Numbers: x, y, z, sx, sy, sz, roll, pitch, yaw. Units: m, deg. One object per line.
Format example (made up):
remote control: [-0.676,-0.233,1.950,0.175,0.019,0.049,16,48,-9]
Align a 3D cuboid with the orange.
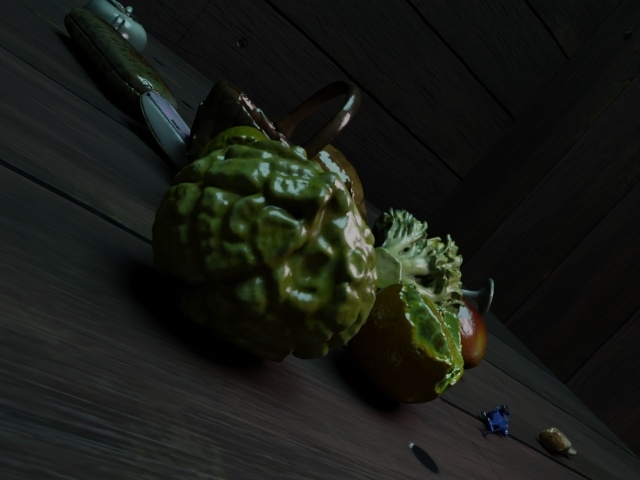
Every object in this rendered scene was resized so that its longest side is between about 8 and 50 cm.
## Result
orange: [0.131,0.161,1.008,0.179,0.158,0.237,55,13,11]

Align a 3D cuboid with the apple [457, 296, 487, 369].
apple: [0.302,0.214,1.540,0.195,0.160,0.173,24,40,-42]

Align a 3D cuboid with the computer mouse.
computer mouse: [-0.279,-0.192,1.318,0.245,0.056,0.126,53,9,9]

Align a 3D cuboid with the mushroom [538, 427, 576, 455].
mushroom: [0.586,0.498,1.617,0.059,0.054,0.202,54,10,35]

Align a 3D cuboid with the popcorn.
popcorn: [-0.063,0.014,0.759,0.270,0.224,0.258,35,-10,21]

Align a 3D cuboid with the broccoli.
broccoli: [0.171,0.068,1.333,0.288,0.248,0.245,45,3,22]

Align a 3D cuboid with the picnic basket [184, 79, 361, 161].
picnic basket: [-0.053,-0.192,1.255,0.337,0.337,0.293,37,12,-20]

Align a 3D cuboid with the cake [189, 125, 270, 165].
cake: [-0.094,-0.053,1.063,0.260,0.179,0.156,41,9,-17]

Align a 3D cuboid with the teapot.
teapot: [-0.572,-0.591,1.840,0.193,0.129,0.294,36,10,-23]

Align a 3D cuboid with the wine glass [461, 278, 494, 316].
wine glass: [0.247,0.180,1.680,0.310,0.264,0.096,13,27,0]

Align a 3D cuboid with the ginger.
ginger: [-0.011,-0.105,1.494,0.223,0.200,0.269,31,30,-27]

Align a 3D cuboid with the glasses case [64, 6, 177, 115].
glasses case: [-0.460,-0.405,1.504,0.425,0.098,0.156,47,7,37]

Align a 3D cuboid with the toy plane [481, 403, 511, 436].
toy plane: [0.350,0.362,1.309,0.167,0.054,0.062,23,45,-64]
